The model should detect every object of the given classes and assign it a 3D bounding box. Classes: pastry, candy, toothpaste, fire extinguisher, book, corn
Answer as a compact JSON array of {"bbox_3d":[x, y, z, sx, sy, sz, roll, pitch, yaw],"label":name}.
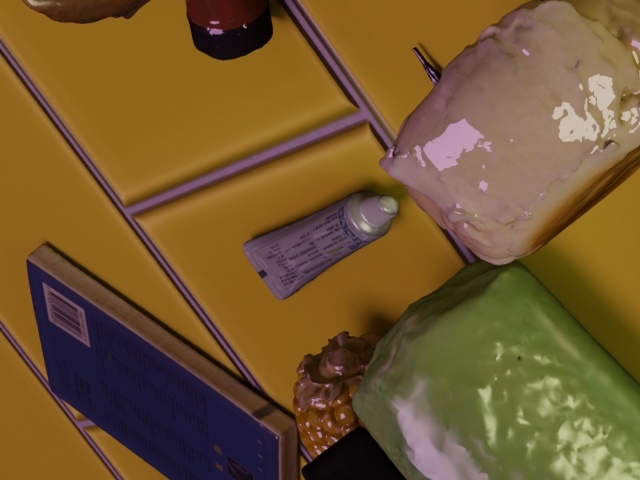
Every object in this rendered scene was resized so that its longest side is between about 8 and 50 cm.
[{"bbox_3d":[0.109,-0.059,0.884,0.088,0.166,0.166,49,150,9],"label":"pastry"},{"bbox_3d":[0.167,0.165,1.100,0.343,0.142,0.132,49,178,-1],"label":"candy"},{"bbox_3d":[0.000,0.000,1.211,0.048,0.029,0.197,53,152,-4],"label":"toothpaste"},{"bbox_3d":[-0.065,-0.185,1.057,0.062,0.050,0.177,49,157,45],"label":"fire extinguisher"},{"bbox_3d":[-0.126,0.133,1.530,0.269,0.025,0.191,33,148,24],"label":"book"},{"bbox_3d":[0.058,0.172,1.277,0.091,0.091,0.260,-10,123,21],"label":"corn"}]

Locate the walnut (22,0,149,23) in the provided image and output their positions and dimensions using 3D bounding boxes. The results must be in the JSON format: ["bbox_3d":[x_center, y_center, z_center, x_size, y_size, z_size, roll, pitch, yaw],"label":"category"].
[{"bbox_3d":[-0.195,-0.216,1.055,0.238,0.204,0.141,26,113,20],"label":"walnut"}]

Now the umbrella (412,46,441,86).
[{"bbox_3d":[0.087,-0.056,1.048,0.122,0.013,0.022,50,138,-2],"label":"umbrella"}]

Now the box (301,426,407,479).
[{"bbox_3d":[0.123,0.271,1.176,0.350,0.058,0.211,50,180,-37],"label":"box"}]
